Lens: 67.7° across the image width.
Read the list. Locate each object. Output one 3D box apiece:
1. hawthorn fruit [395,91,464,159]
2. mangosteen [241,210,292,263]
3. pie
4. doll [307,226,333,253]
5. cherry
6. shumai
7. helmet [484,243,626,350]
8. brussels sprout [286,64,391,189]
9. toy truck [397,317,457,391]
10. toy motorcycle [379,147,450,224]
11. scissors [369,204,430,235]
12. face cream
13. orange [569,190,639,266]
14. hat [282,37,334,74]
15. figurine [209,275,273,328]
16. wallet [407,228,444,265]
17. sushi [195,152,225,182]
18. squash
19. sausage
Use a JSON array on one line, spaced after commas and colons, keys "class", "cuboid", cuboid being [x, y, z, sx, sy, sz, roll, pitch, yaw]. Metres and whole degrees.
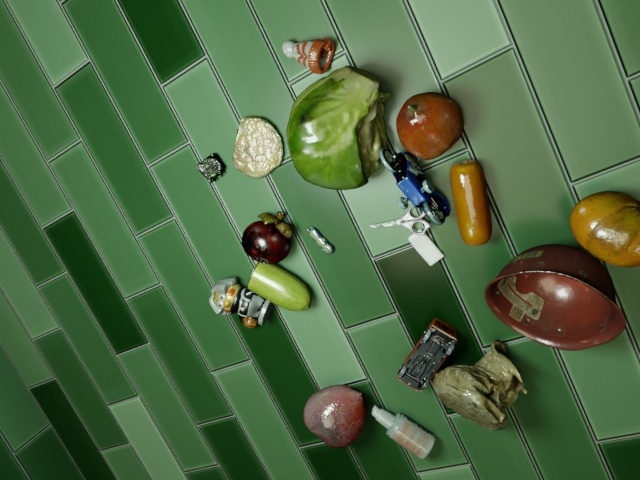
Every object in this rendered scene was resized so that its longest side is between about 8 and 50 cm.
[{"class": "hawthorn fruit", "cuboid": [0.303, -0.348, 1.396, 0.200, 0.251, 0.199, -7, 79, 35]}, {"class": "mangosteen", "cuboid": [-0.186, -0.014, 1.714, 0.200, 0.200, 0.199, 5, 109, 17]}, {"class": "pie", "cuboid": [-0.219, -0.320, 1.679, 0.185, 0.052, 0.218, 22, 110, 12]}, {"class": "doll", "cuboid": [0.000, 0.000, 1.722, 0.125, 0.027, 0.037, 45, 122, 0]}, {"class": "cherry", "cuboid": [0.065, 0.659, 1.829, 0.240, 0.206, 0.239, 1, 79, -3]}, {"class": "shumai", "cuboid": [0.544, 0.471, 1.628, 0.267, 0.314, 0.262, 39, 70, 5]}, {"class": "helmet", "cuboid": [0.701, 0.130, 1.401, 0.338, 0.230, 0.385, 40, 150, -6]}, {"class": "brussels sprout", "cuboid": [0.047, -0.343, 1.462, 0.315, 0.276, 0.370, 17, 111, 9]}, {"class": "toy truck", "cuboid": [0.375, 0.403, 1.683, 0.108, 0.114, 0.252, 30, 112, 7]}, {"class": "toy motorcycle", "cuboid": [0.300, -0.181, 1.503, 0.113, 0.168, 0.315, -35, 104, 34]}, {"class": "scissors", "cuboid": [0.263, -0.062, 1.614, 0.213, 0.021, 0.110, -8, 87, 24]}, {"class": "face cream", "cuboid": [0.303, 0.714, 1.813, 0.252, 0.101, 0.101, 33, 114, 6]}, {"class": "orange", "cuboid": [0.825, -0.038, 1.327, 0.240, 0.240, 0.171, 28, 130, 8]}, {"class": "hat", "cuboid": [-0.046, -0.602, 1.526, 0.163, 0.094, 0.112, 25, 104, 29]}, {"class": "figurine", "cuboid": [-0.310, 0.241, 1.848, 0.237, 0.133, 0.175, 22, 110, 7]}, {"class": "wallet", "cuboid": [0.355, 0.023, 1.614, 0.061, 0.025, 0.122, -40, 91, 26]}, {"class": "sushi", "cuboid": [-0.394, -0.264, 1.755, 0.083, 0.056, 0.084, -35, 93, 17]}, {"class": "squash", "cuboid": [-0.140, 0.176, 1.771, 0.247, 0.132, 0.132, 28, 113, 4]}, {"class": "sausage", "cuboid": [0.472, -0.114, 1.492, 0.106, 0.105, 0.274, -8, 104, 20]}]
